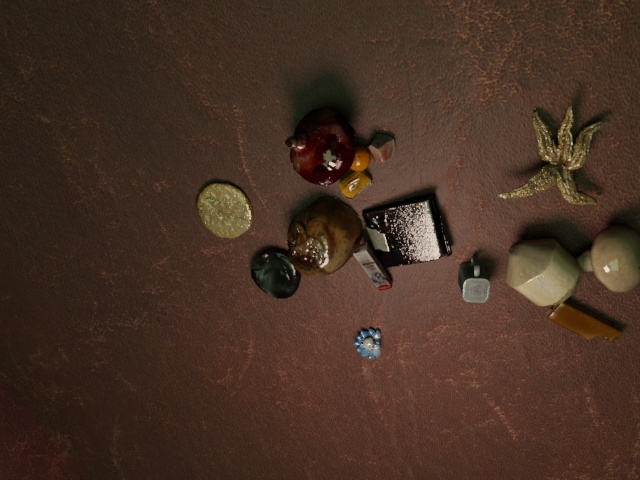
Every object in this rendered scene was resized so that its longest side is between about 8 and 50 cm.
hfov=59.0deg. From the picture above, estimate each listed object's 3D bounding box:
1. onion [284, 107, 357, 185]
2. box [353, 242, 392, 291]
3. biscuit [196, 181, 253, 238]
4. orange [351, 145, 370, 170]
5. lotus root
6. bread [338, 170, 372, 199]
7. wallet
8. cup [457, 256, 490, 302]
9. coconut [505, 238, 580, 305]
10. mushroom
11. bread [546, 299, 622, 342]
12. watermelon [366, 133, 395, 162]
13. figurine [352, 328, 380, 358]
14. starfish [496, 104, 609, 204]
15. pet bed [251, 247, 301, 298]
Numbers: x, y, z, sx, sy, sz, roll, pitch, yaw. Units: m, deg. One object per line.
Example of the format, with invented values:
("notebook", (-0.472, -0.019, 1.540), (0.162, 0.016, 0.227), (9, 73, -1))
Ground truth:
("onion", (-0.009, -0.288, 1.755), (0.219, 0.252, 0.252), (-3, 122, -31))
("box", (0.182, 0.093, 1.943), (0.055, 0.039, 0.218), (-15, 133, 27))
("biscuit", (-0.346, -0.106, 2.042), (0.220, 0.033, 0.219), (5, 115, 11))
("orange", (0.121, -0.264, 1.823), (0.084, 0.083, 0.083), (6, 115, 12))
("lotus root", (0.000, 0.000, 1.927), (0.272, 0.192, 0.272), (9, 116, 19))
("bread", (0.114, -0.187, 1.876), (0.106, 0.053, 0.072), (-36, 104, 20))
("wallet", (0.288, -0.025, 1.898), (0.262, 0.071, 0.220), (-12, 111, 26))
("cup", (0.511, 0.125, 1.874), (0.095, 0.129, 0.128), (2, 111, 6))
("coconut", (0.685, 0.088, 1.773), (0.222, 0.202, 0.202), (37, 117, -9))
("mushroom", (0.883, 0.057, 1.725), (0.204, 0.204, 0.204), (6, 115, 12))
("bread", (0.878, 0.274, 1.888), (0.226, 0.049, 0.088), (29, 117, 0))
("watermelon", (0.197, -0.291, 1.799), (0.092, 0.072, 0.084), (-33, 120, 20))
("figurine", (0.171, 0.382, 2.101), (0.114, 0.079, 0.114), (0, 88, 10))
("starfish", (0.696, -0.258, 1.678), (0.302, 0.084, 0.293), (6, 111, 8))
("pet bed", (-0.162, 0.121, 2.085), (0.201, 0.053, 0.201), (5, 116, 11))
